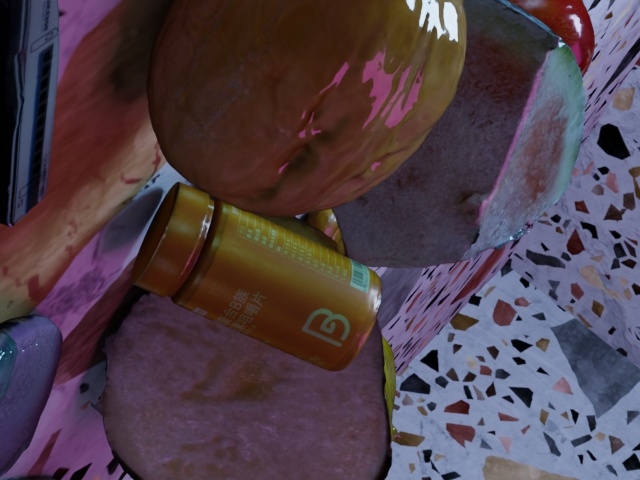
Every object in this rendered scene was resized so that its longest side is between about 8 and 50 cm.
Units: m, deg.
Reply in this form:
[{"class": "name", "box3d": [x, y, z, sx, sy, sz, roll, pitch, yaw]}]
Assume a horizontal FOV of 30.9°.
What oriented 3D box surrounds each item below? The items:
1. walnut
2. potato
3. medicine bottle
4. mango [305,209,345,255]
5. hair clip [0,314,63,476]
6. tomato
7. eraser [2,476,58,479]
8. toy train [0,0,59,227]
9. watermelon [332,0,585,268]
[{"class": "walnut", "box3d": [-0.013, -0.117, 0.764, 0.221, 0.195, 0.195, -49, 169, 27]}, {"class": "potato", "box3d": [-0.066, 0.111, 1.230, 0.296, 0.290, 0.397, -87, 165, -62]}, {"class": "medicine bottle", "box3d": [-0.051, 0.032, 0.962, 0.096, 0.192, 0.096, -55, -161, 29]}, {"class": "mango", "box3d": [0.000, 0.000, 1.389, 0.079, 0.057, 0.114, -39, 155, -27]}, {"class": "hair clip", "box3d": [-0.242, 0.111, 0.869, 0.096, 0.110, 0.358, -8, 165, -3]}, {"class": "tomato", "box3d": [0.247, -0.229, 1.380, 0.187, 0.151, 0.187, -52, 167, -17]}, {"class": "eraser", "box3d": [-0.321, 0.348, 1.067, 0.331, 0.150, 0.331, -47, 165, -17]}, {"class": "toy train", "box3d": [-0.157, -0.104, 0.587, 0.048, 0.055, 0.252, -40, 164, -36]}, {"class": "watermelon", "box3d": [0.106, -0.083, 1.106, 0.258, 0.228, 0.387, -56, 163, -16]}]
